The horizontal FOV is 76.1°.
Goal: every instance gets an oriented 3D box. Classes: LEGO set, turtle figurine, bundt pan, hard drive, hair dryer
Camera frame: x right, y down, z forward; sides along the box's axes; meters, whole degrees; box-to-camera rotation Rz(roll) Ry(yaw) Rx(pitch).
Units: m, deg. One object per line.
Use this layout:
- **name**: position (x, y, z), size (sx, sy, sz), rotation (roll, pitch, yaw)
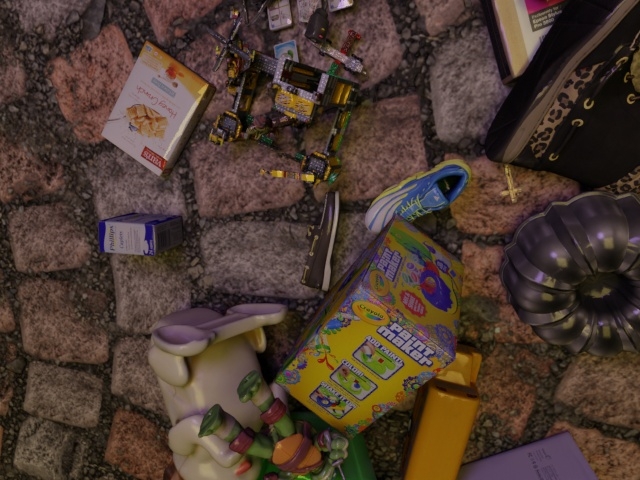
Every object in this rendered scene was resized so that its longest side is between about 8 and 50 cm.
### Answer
- **LEGO set**: position (-0.093, -0.244, 0.770), size (0.331, 0.192, 0.254), rotation (35, 115, 12)
- **turtle figurine**: position (-0.062, 0.367, 0.668), size (0.198, 0.274, 0.266), rotation (-35, 105, 33)
- **bundt pan**: position (0.512, 0.081, 0.752), size (0.331, 0.124, 0.330), rotation (7, 117, 15)
- **hard drive**: position (0.406, 0.531, 0.857), size (0.319, 0.210, 0.040), rotation (-27, 95, 14)
- **hair dryer**: position (-0.051, -0.538, 0.758), size (0.224, 0.080, 0.293), rotation (27, 111, 19)
- **LEGO set**: position (-0.006, -0.406, 0.846), size (0.183, 0.060, 0.244), rotation (-8, 92, 18)

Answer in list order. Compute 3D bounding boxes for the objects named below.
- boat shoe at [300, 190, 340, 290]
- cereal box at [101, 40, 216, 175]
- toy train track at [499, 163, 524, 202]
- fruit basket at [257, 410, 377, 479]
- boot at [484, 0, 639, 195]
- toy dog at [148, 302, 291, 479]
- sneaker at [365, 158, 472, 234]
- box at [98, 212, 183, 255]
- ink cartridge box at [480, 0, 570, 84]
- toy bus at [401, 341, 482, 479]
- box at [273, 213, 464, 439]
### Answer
- **boat shoe**: position (0.000, 0.000, 0.895), size (0.069, 0.081, 0.227), rotation (9, 105, 5)
- **cereal box**: position (-0.367, -0.291, 0.923), size (0.173, 0.047, 0.240), rotation (35, 105, 2)
- **toy train track**: position (0.388, -0.117, 0.835), size (0.048, 0.014, 0.083), rotation (-14, 98, 13)
- **fruit basket**: position (0.034, 0.609, 0.923), size (0.393, 0.283, 0.391), rotation (-3, 112, -8)
- **boot**: position (0.494, -0.245, 0.668), size (0.284, 0.138, 0.377), rotation (21, 126, -8)
- **toy dog**: position (-0.248, 0.367, 0.899), size (0.396, 0.285, 0.407), rotation (-5, 94, 33)
- **sneaker**: position (0.190, -0.086, 0.819), size (0.240, 0.126, 0.091), rotation (-35, 93, 14)
- **box**: position (-0.411, -0.018, 0.944), size (0.137, 0.126, 0.072), rotation (3, 103, 9)
- **ink cartridge box**: position (0.429, -0.418, 0.730), size (0.235, 0.088, 0.193), rotation (-18, 98, 14)
- **toy bus**: position (0.263, 0.390, 0.897), size (0.108, 0.130, 0.332), rotation (13, 103, 8)
- **box**: position (0.100, 0.147, 0.763), size (0.177, 0.290, 0.279), rotation (37, 123, 1)
